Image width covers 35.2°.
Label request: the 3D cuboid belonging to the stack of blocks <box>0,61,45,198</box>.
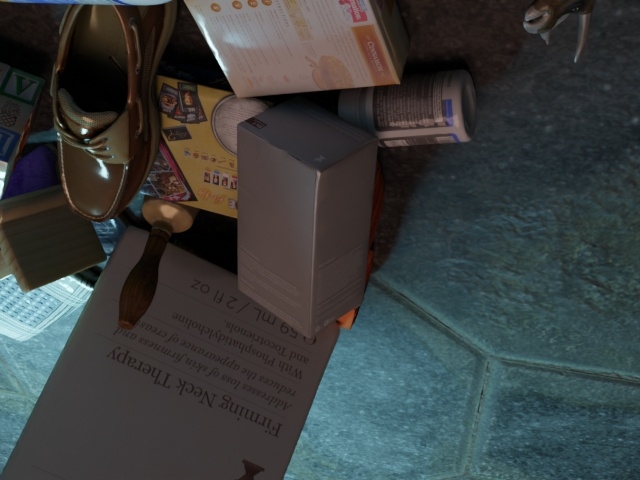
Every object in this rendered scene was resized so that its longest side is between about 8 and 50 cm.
[{"bbox_3d":[-0.475,-0.183,1.148,0.297,0.171,0.087,20,146,-11],"label":"stack of blocks"}]

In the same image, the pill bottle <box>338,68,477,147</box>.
[{"bbox_3d":[0.093,-0.140,1.086,0.137,0.078,0.078,-1,144,22],"label":"pill bottle"}]

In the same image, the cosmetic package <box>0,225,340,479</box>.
[{"bbox_3d":[-0.222,0.256,1.411,0.329,0.393,0.327,25,157,-8],"label":"cosmetic package"}]

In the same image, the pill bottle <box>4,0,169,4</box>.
[{"bbox_3d":[-0.191,-0.281,0.870,0.272,0.152,0.152,9,149,31],"label":"pill bottle"}]

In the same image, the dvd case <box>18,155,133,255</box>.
[{"bbox_3d":[-0.365,-0.046,1.450,0.165,0.018,0.221,-2,144,24],"label":"dvd case"}]

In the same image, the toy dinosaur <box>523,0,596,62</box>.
[{"bbox_3d":[0.292,-0.276,0.807,0.314,0.121,0.160,-17,148,32],"label":"toy dinosaur"}]

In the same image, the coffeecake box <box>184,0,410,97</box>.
[{"bbox_3d":[-0.020,-0.221,1.016,0.186,0.068,0.142,-1,144,22],"label":"coffeecake box"}]

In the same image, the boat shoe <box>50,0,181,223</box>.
[{"bbox_3d":[-0.238,-0.151,1.071,0.123,0.120,0.324,20,127,6],"label":"boat shoe"}]

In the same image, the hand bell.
[{"bbox_3d":[-0.204,0.003,1.259,0.126,0.242,0.126,10,146,7],"label":"hand bell"}]

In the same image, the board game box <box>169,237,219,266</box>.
[{"bbox_3d":[-0.169,0.089,1.571,0.136,0.030,0.260,-22,133,39],"label":"board game box"}]

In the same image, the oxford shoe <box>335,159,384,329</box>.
[{"bbox_3d":[0.000,0.000,1.291,0.133,0.130,0.363,17,147,7],"label":"oxford shoe"}]

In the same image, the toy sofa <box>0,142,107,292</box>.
[{"bbox_3d":[-0.477,0.015,1.350,0.363,0.150,0.177,-20,93,33],"label":"toy sofa"}]

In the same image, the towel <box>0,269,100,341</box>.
[{"bbox_3d":[-0.554,0.053,1.634,0.324,0.056,0.312,33,143,-25],"label":"towel"}]

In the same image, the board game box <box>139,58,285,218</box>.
[{"bbox_3d":[-0.169,-0.124,1.168,0.243,0.042,0.165,15,125,9],"label":"board game box"}]

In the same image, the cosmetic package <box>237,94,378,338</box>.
[{"bbox_3d":[-0.019,-0.025,1.118,0.127,0.107,0.238,34,135,30],"label":"cosmetic package"}]
